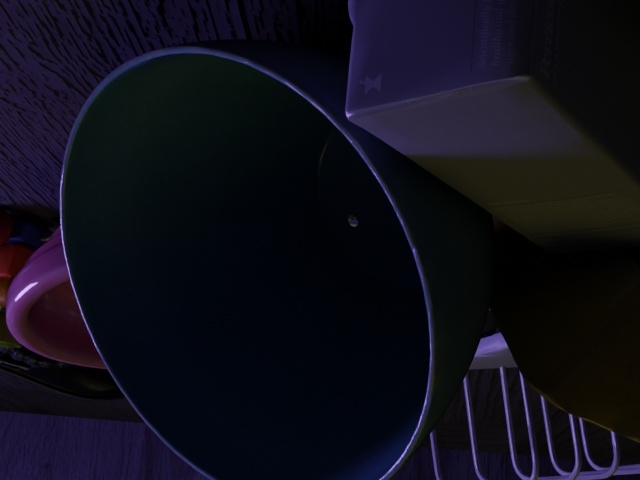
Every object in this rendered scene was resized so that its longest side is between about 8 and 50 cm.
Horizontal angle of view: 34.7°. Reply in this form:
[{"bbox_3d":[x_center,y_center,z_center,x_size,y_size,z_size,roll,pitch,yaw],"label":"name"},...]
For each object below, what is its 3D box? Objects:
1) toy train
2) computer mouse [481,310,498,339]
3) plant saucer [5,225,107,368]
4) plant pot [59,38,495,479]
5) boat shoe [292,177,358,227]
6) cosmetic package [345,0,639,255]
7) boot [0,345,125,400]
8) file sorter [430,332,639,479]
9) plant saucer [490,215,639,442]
[{"bbox_3d":[-0.319,0.048,1.068,0.247,0.144,0.105,-2,162,23],"label":"toy train"},{"bbox_3d":[0.190,0.097,1.214,0.184,0.060,0.262,11,162,-16],"label":"computer mouse"},{"bbox_3d":[-0.130,0.037,0.986,0.331,0.084,0.332,-7,157,-3],"label":"plant saucer"},{"bbox_3d":[0.000,0.000,0.675,0.290,0.290,0.195,-10,-168,41],"label":"plant pot"},{"bbox_3d":[-0.011,-0.046,0.824,0.183,0.066,0.066,-2,159,-9],"label":"boat shoe"},{"bbox_3d":[0.119,-0.084,0.543,0.107,0.127,0.238,-6,162,33],"label":"cosmetic package"},{"bbox_3d":[-0.332,0.124,1.342,0.347,0.131,0.260,16,160,-30],"label":"boot"},{"bbox_3d":[0.288,0.204,1.242,0.277,0.173,0.192,1,165,-32],"label":"file sorter"},{"bbox_3d":[0.272,0.062,0.719,0.332,0.081,0.333,23,-163,-10],"label":"plant saucer"}]
